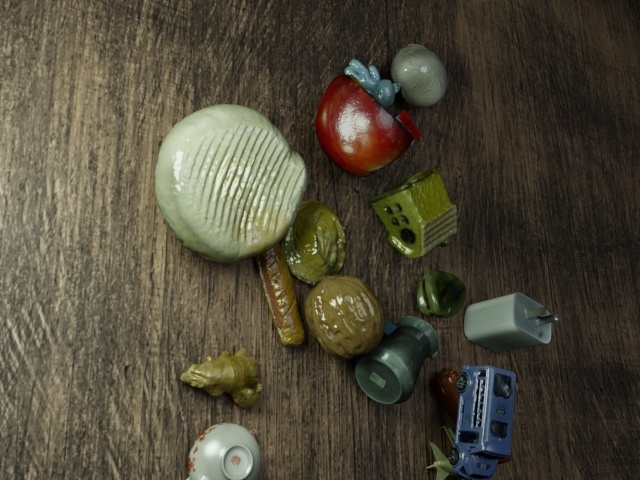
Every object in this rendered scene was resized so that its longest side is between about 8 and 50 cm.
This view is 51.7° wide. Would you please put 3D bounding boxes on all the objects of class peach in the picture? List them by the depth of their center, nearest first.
[{"bbox_3d":[0.102,-0.316,1.799,0.245,0.248,0.275,-39,97,-17],"label":"peach"}]

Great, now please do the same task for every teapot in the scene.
[{"bbox_3d":[-0.210,0.473,1.391,0.245,0.116,0.159,-18,98,-35],"label":"teapot"},{"bbox_3d":[0.193,0.298,1.735,0.203,0.171,0.225,38,41,15],"label":"teapot"}]

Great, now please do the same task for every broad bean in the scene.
[{"bbox_3d":[0.360,0.159,1.968,0.206,0.072,0.153,-20,91,-52],"label":"broad bean"}]

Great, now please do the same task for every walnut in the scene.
[{"bbox_3d":[0.059,0.183,1.629,0.213,0.213,0.213,13,68,-35],"label":"walnut"}]

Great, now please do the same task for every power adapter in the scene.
[{"bbox_3d":[0.589,0.244,1.993,0.187,0.255,0.124,26,58,-30],"label":"power adapter"}]

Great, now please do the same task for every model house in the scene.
[{"bbox_3d":[0.293,-0.070,1.911,0.193,0.174,0.234,-31,93,-41],"label":"model house"}]

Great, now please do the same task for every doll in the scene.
[{"bbox_3d":[0.149,-0.471,2.007,0.179,0.075,0.120,38,97,-8],"label":"doll"}]

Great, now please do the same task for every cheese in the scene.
[{"bbox_3d":[0.315,-0.516,2.079,0.189,0.154,0.198,56,25,-26],"label":"cheese"}]

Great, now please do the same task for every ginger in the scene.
[{"bbox_3d":[-0.202,0.295,1.460,0.205,0.081,0.115,30,90,-37],"label":"ginger"}]

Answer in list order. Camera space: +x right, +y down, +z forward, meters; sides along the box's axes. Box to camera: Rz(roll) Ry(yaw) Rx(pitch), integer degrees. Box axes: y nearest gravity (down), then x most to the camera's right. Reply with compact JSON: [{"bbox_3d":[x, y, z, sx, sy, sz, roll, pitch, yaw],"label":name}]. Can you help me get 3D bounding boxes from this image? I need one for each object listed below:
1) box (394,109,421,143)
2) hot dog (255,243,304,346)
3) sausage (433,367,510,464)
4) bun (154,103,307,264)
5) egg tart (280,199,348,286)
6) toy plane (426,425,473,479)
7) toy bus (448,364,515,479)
[{"bbox_3d":[0.237,-0.325,2.036,0.152,0.048,0.100,-41,103,-37],"label":"box"},{"bbox_3d":[-0.098,0.121,1.616,0.088,0.061,0.286,-16,87,-52],"label":"hot dog"},{"bbox_3d":[0.429,0.508,1.881,0.102,0.102,0.330,-40,99,-39],"label":"sausage"},{"bbox_3d":[-0.221,-0.130,1.497,0.365,0.219,0.365,-2,93,-37],"label":"bun"},{"bbox_3d":[0.000,0.000,1.714,0.232,0.098,0.252,50,48,-19],"label":"egg tart"},{"bbox_3d":[0.396,0.631,1.821,0.244,0.092,0.229,19,50,-29],"label":"toy plane"},{"bbox_3d":[0.436,0.483,1.750,0.125,0.133,0.292,18,71,-22],"label":"toy bus"}]
